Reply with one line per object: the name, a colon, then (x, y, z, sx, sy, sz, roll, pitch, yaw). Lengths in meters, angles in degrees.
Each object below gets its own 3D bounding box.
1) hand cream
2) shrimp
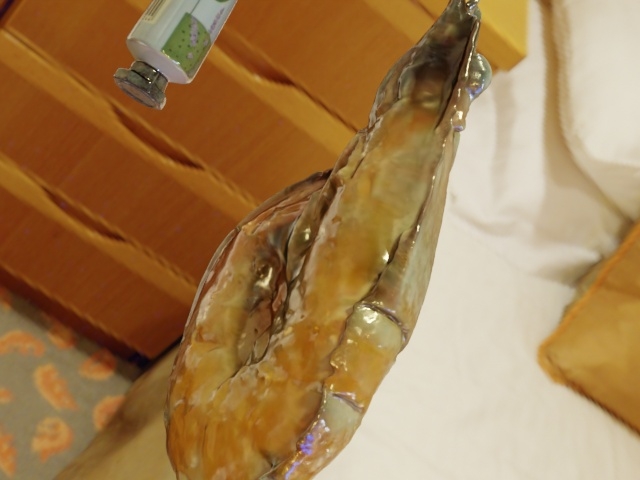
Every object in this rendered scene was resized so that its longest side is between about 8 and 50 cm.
hand cream: (-0.071, -0.224, 0.882, 0.058, 0.091, 0.271, 33, 78, -13)
shrimp: (0.000, 0.000, 0.636, 0.062, 0.164, 0.317, 31, 83, -44)
